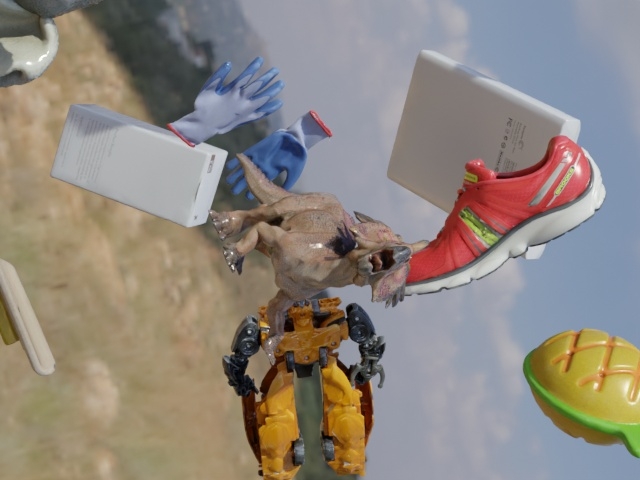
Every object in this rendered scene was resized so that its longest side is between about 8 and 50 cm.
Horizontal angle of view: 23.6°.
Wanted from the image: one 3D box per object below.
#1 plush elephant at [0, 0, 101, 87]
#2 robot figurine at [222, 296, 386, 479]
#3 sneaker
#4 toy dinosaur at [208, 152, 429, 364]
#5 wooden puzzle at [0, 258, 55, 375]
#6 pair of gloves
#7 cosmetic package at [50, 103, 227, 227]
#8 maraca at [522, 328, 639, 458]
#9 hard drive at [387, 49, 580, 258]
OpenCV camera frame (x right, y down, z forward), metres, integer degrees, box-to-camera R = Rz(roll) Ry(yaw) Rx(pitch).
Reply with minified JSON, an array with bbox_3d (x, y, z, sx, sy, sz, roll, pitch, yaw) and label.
[{"bbox_3d":[-0.240,-0.266,1.180,0.255,0.271,0.330,34,-4,-15],"label":"plush elephant"},{"bbox_3d":[-0.020,0.191,2.004,0.085,0.211,0.291,-105,-169,-58],"label":"robot figurine"},{"bbox_3d":[0.184,-0.031,1.755,0.118,0.279,0.107,59,11,-7],"label":"sneaker"},{"bbox_3d":[0.000,0.000,1.650,0.295,0.200,0.127,-114,-179,-52],"label":"toy dinosaur"},{"bbox_3d":[-0.387,0.019,1.761,0.221,0.044,0.238,56,-12,44],"label":"wooden puzzle"},{"bbox_3d":[-0.084,-0.137,1.924,0.198,0.159,0.023,43,23,-31],"label":"pair of gloves"},{"bbox_3d":[-0.263,-0.110,2.220,0.085,0.231,0.117,-20,130,-73],"label":"cosmetic package"},{"bbox_3d":[0.273,0.147,1.433,0.186,0.127,0.099,35,-51,35],"label":"maraca"},{"bbox_3d":[0.224,-0.126,2.173,0.307,0.040,0.203,34,-63,46],"label":"hard drive"}]
